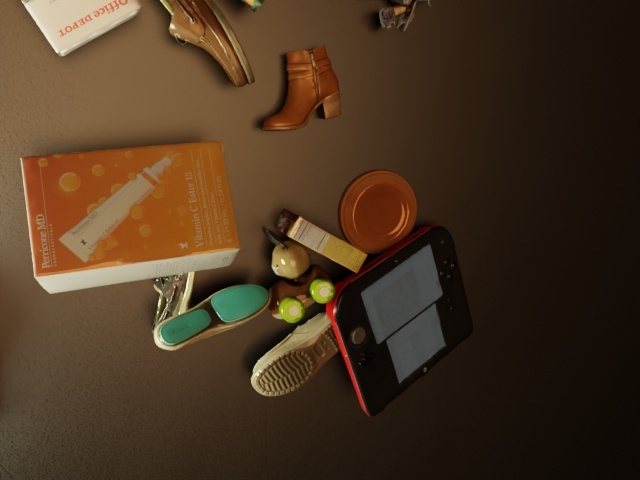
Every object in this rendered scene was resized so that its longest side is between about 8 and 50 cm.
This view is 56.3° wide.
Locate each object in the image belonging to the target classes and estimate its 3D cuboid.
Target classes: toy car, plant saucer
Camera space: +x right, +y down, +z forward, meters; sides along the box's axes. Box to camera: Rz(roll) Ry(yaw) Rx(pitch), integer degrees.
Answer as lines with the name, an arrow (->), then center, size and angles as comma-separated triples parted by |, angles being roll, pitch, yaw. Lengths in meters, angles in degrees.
toy car -> -0.076, 0.060, 1.289 | 0.148, 0.155, 0.188 | -31, 101, -12
plant saucer -> 0.140, -0.064, 1.397 | 0.199, 0.037, 0.200 | -5, 105, -20

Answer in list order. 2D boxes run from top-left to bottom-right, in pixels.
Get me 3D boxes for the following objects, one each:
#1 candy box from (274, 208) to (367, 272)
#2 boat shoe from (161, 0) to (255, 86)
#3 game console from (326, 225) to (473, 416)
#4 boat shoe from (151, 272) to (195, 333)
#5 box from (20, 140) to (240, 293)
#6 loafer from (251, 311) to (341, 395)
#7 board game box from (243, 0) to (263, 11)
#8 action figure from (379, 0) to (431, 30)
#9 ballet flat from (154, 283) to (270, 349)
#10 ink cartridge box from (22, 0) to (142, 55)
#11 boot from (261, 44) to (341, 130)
candy box -> 0.000, 0.000, 1.320 | 0.186, 0.109, 0.053 | 30, 90, -23
boat shoe -> -0.241, -0.417, 1.141 | 0.104, 0.110, 0.307 | -33, 102, -7
game console -> 0.203, 0.179, 1.415 | 0.386, 0.060, 0.342 | -31, 111, -28
boat shoe -> -0.308, 0.099, 1.242 | 0.073, 0.080, 0.224 | 3, 106, -26
box -> -0.344, -0.044, 1.110 | 0.345, 0.168, 0.215 | -9, 79, -18
loafer -> -0.043, 0.254, 1.370 | 0.268, 0.092, 0.102 | -32, 110, -14
board game box -> -0.194, -0.559, 1.118 | 0.259, 0.030, 0.136 | 40, 43, -23
action figure -> 0.126, -0.546, 1.250 | 0.284, 0.099, 0.186 | 8, 94, -25
ballet flat -> -0.223, 0.160, 1.233 | 0.248, 0.086, 0.086 | -19, 108, -23
ink cartridge box -> -0.451, -0.470, 1.045 | 0.172, 0.100, 0.237 | -34, 111, -10
boot -> -0.053, -0.315, 1.250 | 0.197, 0.073, 0.153 | -24, 111, -27
